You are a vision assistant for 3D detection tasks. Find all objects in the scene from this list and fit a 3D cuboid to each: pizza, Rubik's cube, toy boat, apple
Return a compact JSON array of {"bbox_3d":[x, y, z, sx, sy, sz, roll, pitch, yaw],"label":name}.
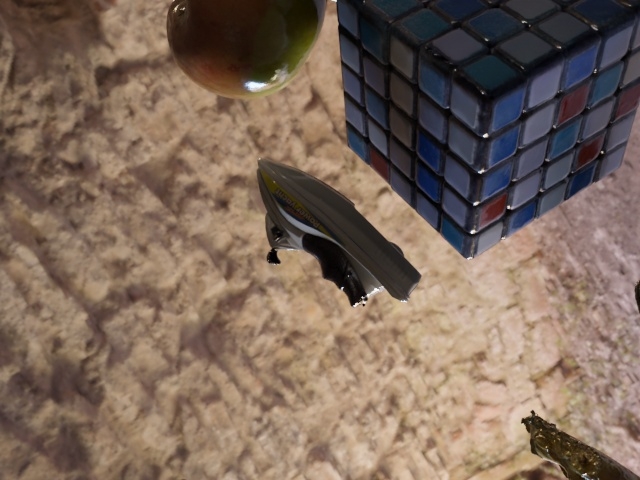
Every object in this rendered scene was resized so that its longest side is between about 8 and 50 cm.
[{"bbox_3d":[0.434,0.373,1.251,0.279,0.075,0.287,35,176,-28],"label":"pizza"},{"bbox_3d":[0.217,-0.206,0.993,0.292,0.286,0.293,47,159,36],"label":"Rubik's cube"},{"bbox_3d":[0.008,-0.002,1.045,0.269,0.141,0.141,29,178,-6],"label":"toy boat"},{"bbox_3d":[-0.103,-0.315,1.051,0.193,0.261,0.261,18,-170,-18],"label":"apple"}]

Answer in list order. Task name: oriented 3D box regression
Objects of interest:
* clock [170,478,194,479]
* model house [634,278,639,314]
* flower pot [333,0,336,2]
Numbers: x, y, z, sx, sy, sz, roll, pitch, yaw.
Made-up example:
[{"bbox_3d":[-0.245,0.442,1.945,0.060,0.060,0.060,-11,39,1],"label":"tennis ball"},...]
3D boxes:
[{"bbox_3d":[-0.141,0.356,0.813,0.062,0.151,0.191,48,-134,-39],"label":"clock"},{"bbox_3d":[0.642,0.092,1.110,0.279,0.218,0.205,118,150,-61],"label":"model house"},{"bbox_3d":[-0.002,-0.540,1.277,0.307,0.307,0.244,-127,53,-61],"label":"flower pot"}]
